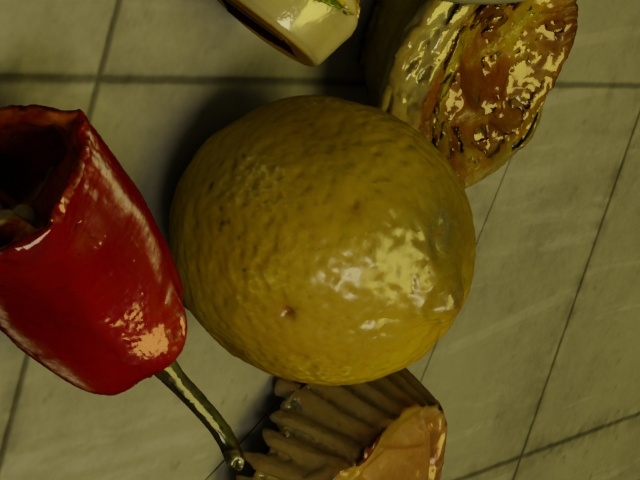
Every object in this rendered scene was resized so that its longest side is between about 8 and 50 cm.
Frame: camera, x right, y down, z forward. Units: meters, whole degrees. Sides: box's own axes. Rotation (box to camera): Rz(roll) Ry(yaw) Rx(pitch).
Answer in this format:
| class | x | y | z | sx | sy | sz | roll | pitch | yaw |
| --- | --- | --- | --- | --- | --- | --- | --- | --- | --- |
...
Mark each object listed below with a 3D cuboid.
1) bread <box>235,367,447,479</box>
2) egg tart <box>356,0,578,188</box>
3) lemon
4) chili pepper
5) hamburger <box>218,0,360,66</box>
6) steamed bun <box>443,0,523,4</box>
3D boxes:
| class | x | y | z | sx | sy | sz | roll | pitch | yaw |
| --- | --- | --- | --- | --- | --- | --- | --- | --- | --- |
| bread | 0.025 | 0.241 | 1.710 | 0.274 | 0.149 | 0.274 | -28 | 130 | -39 |
| egg tart | 0.124 | -0.174 | 1.584 | 0.290 | 0.115 | 0.290 | -38 | 143 | -36 |
| lemon | 0.008 | 0.002 | 1.394 | 0.228 | 0.253 | 0.228 | 14 | 90 | -68 |
| chili pepper | -0.163 | 0.040 | 1.275 | 0.338 | 0.131 | 0.134 | 57 | 38 | -52 |
| hamburger | -0.027 | -0.194 | 1.315 | 0.081 | 0.126 | 0.141 | -53 | 152 | -2 |
| steamed bun | 0.108 | -0.326 | 1.272 | 0.312 | 0.334 | 0.233 | -45 | 171 | -4 |
